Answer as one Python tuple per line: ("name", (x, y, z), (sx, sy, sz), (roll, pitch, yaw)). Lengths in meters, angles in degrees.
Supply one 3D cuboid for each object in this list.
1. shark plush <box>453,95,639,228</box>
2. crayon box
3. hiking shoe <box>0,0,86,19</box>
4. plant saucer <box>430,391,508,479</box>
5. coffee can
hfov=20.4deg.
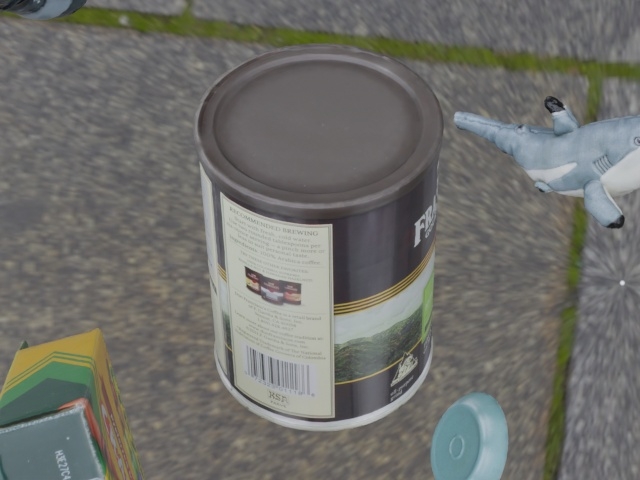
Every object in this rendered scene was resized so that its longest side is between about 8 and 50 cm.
("shark plush", (0.168, -0.071, 1.199), (0.073, 0.067, 0.161), (-35, 41, -28))
("crayon box", (-0.190, 0.192, 1.421), (0.081, 0.318, 0.202), (-16, 101, -3))
("hiking shoe", (-0.125, -0.168, 0.662), (0.132, 0.304, 0.113), (-13, 68, -27))
("plant saucer", (0.144, 0.210, 1.791), (0.021, 0.119, 0.119), (13, 91, -30))
("coffee can", (0.000, 0.000, 1.518), (0.201, 0.275, 0.201), (-1, 45, 1))
